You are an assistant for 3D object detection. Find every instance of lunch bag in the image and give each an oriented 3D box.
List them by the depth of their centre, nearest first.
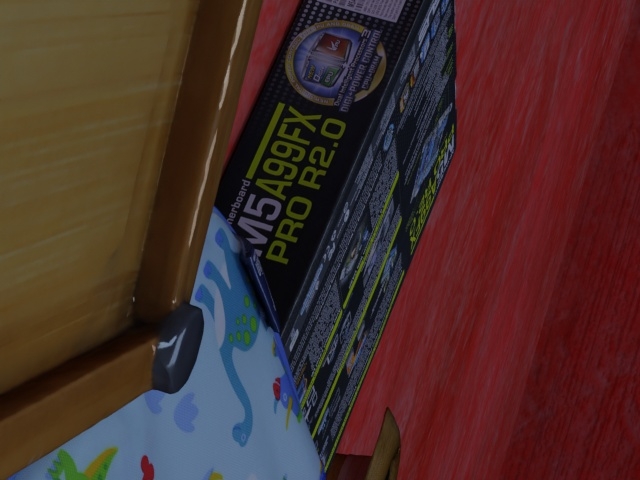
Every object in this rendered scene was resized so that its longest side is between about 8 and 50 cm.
[{"bbox_3d":[-0.078,0.102,0.600,0.219,0.090,0.176,-56,139,-48],"label":"lunch bag"}]

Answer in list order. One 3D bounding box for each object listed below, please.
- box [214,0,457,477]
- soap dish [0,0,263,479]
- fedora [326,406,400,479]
[{"bbox_3d":[0.000,0.000,0.967,0.216,0.060,0.270,82,28,-63],"label":"box"},{"bbox_3d":[-0.096,-0.048,0.372,0.291,0.118,0.229,-29,135,-73],"label":"soap dish"},{"bbox_3d":[-0.006,0.186,1.134,0.194,0.079,0.194,12,90,-82],"label":"fedora"}]
